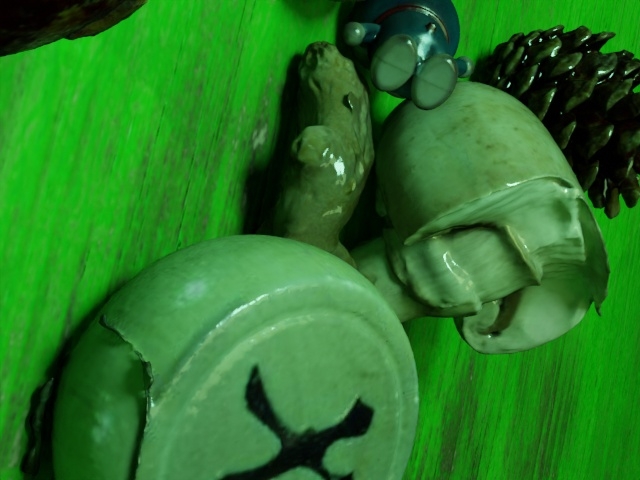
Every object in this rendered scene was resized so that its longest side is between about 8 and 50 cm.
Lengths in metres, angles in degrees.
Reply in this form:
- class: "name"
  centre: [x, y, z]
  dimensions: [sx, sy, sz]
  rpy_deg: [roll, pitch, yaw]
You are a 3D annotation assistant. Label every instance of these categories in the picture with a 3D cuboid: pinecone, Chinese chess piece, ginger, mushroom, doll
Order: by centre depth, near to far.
- class: "Chinese chess piece"
  centre: [-0.046, 0.111, 0.608]
  dimensions: [0.238, 0.092, 0.237]
  rpy_deg: [-15, 115, -36]
- class: "ginger"
  centre: [0.000, 0.002, 0.732]
  dimensions: [0.122, 0.084, 0.290]
  rpy_deg: [5, 91, -53]
- class: "doll"
  centre: [0.065, -0.151, 0.783]
  dimensions: [0.085, 0.114, 0.152]
  rpy_deg: [-59, -163, 26]
- class: "mushroom"
  centre: [0.115, -0.024, 0.859]
  dimensions: [0.253, 0.195, 0.189]
  rpy_deg: [54, 18, -45]
- class: "pinecone"
  centre: [0.254, -0.122, 1.021]
  dimensions: [0.179, 0.205, 0.184]
  rpy_deg: [78, 31, -64]

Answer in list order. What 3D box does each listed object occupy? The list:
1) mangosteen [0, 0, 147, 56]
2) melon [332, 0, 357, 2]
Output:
- class: "mangosteen"
  centre: [-0.135, -0.155, 0.405]
  dimensions: [0.217, 0.192, 0.192]
  rpy_deg: [106, -1, -77]
- class: "melon"
  centre: [0.054, -0.223, 0.737]
  dimensions: [0.128, 0.079, 0.160]
  rpy_deg: [121, -13, -45]
